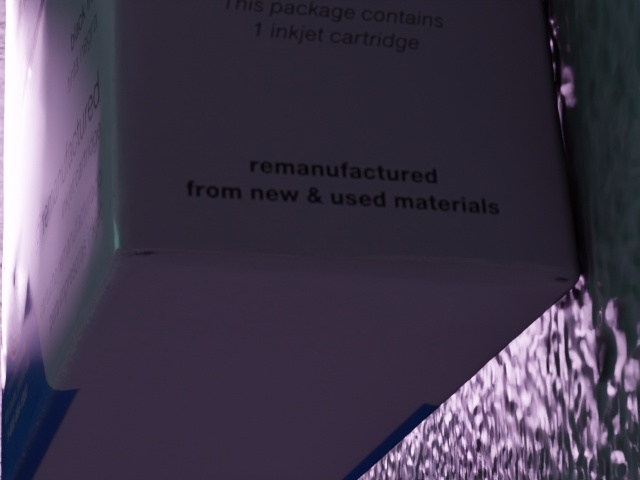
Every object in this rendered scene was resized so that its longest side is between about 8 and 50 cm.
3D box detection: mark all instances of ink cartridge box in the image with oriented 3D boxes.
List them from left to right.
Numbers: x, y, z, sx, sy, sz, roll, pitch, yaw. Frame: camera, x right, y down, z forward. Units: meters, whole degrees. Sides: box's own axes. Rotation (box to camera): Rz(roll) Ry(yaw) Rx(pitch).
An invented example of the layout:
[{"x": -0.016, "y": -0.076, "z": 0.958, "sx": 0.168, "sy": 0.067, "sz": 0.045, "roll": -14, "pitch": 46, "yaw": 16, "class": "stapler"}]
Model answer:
[{"x": -0.039, "y": -0.117, "z": 0.759, "sx": 0.285, "sy": 0.166, "sz": 0.395, "roll": 125, "pitch": 145, "yaw": -61, "class": "ink cartridge box"}]
